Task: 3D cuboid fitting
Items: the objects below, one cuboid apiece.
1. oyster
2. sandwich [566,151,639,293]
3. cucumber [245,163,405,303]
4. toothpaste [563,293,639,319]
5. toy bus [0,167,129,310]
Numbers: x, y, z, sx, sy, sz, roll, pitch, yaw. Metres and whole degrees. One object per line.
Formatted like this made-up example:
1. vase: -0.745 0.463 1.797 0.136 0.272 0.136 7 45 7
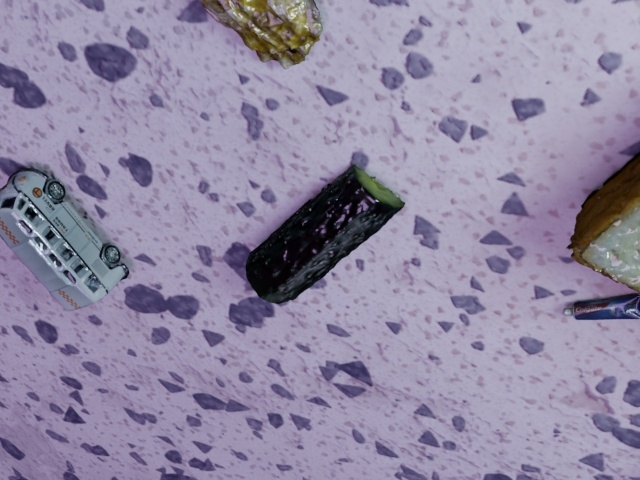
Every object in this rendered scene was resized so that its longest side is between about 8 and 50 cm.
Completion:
1. oyster: -0.061 -0.223 0.888 0.122 0.045 0.146 -8 127 16
2. sandwich: 0.398 -0.008 0.798 0.273 0.095 0.249 33 133 -2
3. cucumber: -0.002 0.001 1.038 0.078 0.062 0.211 41 136 -11
4. toothpaste: 0.296 0.072 0.979 0.083 0.019 0.027 -7 102 31
5. toy bus: -0.343 0.003 1.202 0.087 0.089 0.194 -17 119 38
